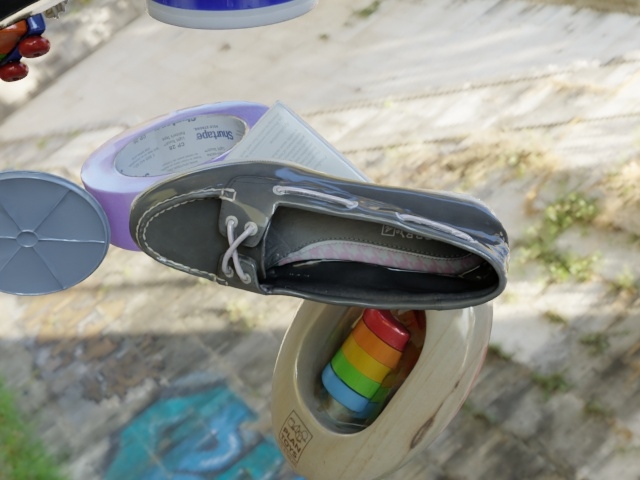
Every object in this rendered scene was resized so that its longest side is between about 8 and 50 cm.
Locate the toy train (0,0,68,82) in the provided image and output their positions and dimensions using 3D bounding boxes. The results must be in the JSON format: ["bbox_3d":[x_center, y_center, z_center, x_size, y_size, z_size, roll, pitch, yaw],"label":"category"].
[{"bbox_3d":[-0.422,-0.280,1.376,0.248,0.143,0.105,-24,-96,54],"label":"toy train"}]

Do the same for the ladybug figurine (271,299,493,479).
[{"bbox_3d":[0.096,0.174,1.591,0.162,0.449,0.305,11,31,-49],"label":"ladybug figurine"}]

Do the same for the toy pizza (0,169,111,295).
[{"bbox_3d":[-0.361,-0.011,1.337,0.032,0.201,0.201,-103,170,-48],"label":"toy pizza"}]

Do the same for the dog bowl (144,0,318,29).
[{"bbox_3d":[-0.135,-0.404,1.619,0.265,0.265,0.104,36,-43,48],"label":"dog bowl"}]

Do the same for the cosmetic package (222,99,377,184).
[{"bbox_3d":[0.000,-0.047,1.260,0.231,0.117,0.085,42,7,-5],"label":"cosmetic package"}]

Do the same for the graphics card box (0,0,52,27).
[{"bbox_3d":[-0.186,-0.307,1.005,0.094,0.371,0.233,64,24,-15],"label":"graphics card box"}]

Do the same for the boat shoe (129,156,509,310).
[{"bbox_3d":[0.000,0.000,0.930,0.095,0.335,0.112,-94,-171,-62],"label":"boat shoe"}]

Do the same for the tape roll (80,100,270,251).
[{"bbox_3d":[-0.177,-0.092,1.455,0.275,0.275,0.090,33,-37,54],"label":"tape roll"}]
